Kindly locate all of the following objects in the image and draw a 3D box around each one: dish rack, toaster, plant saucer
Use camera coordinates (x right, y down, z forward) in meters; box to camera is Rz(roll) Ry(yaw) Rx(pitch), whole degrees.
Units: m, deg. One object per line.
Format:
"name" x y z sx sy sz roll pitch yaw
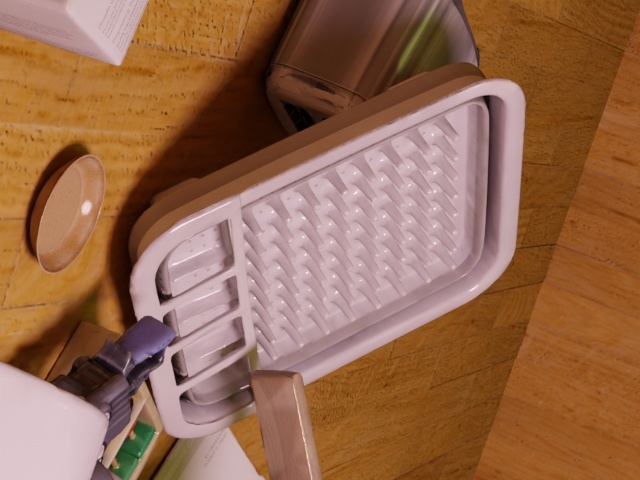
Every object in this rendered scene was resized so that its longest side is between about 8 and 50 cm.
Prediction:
"dish rack" 0.000 0.000 1.430 0.333 0.072 0.285 -25 146 -15
"toaster" 0.041 -0.143 1.502 0.146 0.129 0.227 -63 160 -13
"plant saucer" -0.168 -0.019 1.203 0.083 0.015 0.083 -57 159 -35

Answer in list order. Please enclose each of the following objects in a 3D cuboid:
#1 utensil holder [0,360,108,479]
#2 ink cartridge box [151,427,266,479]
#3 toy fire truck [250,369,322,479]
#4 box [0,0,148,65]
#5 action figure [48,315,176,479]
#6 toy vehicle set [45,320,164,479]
"utensil holder" -0.277 0.180 0.601 0.385 0.328 0.327 -67 163 -9
"ink cartridge box" -0.133 0.310 1.620 0.275 0.060 0.239 -57 134 -32
"toy fire truck" -0.084 0.233 1.431 0.158 0.217 0.246 64 40 -59
"box" -0.143 -0.163 0.971 0.087 0.101 0.102 45 66 -71
"action figure" -0.152 0.204 1.172 0.341 0.179 0.330 -45 143 -37
"toy vehicle set" -0.203 0.208 1.323 0.267 0.035 0.166 -62 161 -22
